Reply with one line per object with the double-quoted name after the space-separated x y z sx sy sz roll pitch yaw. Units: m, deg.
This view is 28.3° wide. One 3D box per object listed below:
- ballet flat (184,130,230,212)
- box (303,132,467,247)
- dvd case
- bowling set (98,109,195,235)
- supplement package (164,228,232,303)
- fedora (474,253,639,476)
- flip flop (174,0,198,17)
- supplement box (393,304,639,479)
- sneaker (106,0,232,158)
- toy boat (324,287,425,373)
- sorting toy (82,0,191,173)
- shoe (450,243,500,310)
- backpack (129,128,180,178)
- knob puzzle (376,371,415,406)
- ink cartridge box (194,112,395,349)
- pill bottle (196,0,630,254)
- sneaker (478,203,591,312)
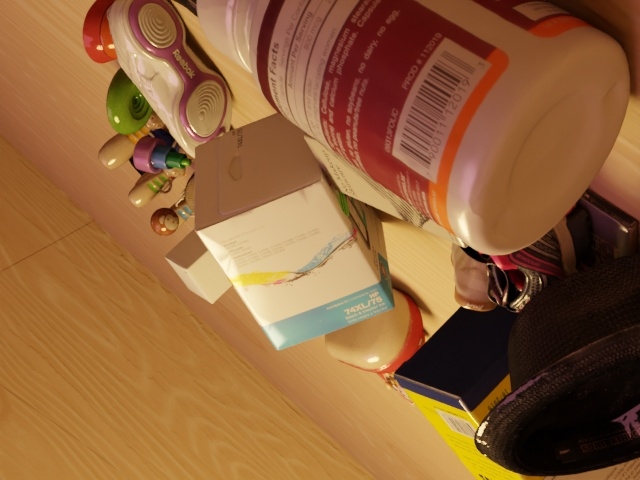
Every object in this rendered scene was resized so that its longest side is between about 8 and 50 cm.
-0.192 -0.113 2.302 0.058 0.084 0.250 57 150 22 "ballet flat"
0.106 -0.093 1.590 0.275 0.094 0.113 26 155 52 "box"
0.294 -0.001 1.463 0.164 0.018 0.221 38 163 30 "dvd case"
-0.273 -0.100 2.439 0.287 0.154 0.200 44 -172 -47 "bowling set"
-0.207 0.022 2.587 0.105 0.179 0.105 27 155 52 "supplement package"
0.306 0.122 1.362 0.334 0.334 0.152 70 -176 -57 "fedora"
-0.178 -0.371 1.700 0.277 0.080 0.112 34 163 -14 "flip flop"
0.306 0.260 1.767 0.356 0.194 0.195 52 164 -19 "supplement box"
-0.246 -0.270 2.067 0.152 0.114 0.305 14 135 55 "sneaker"
0.116 0.159 2.203 0.151 0.151 0.231 19 176 -22 "toy boat"
-0.296 -0.259 2.212 0.126 0.127 0.365 12 137 25 "sorting toy"
0.201 0.021 1.577 0.219 0.076 0.058 -73 -13 -69 "shoe"
-0.344 -0.178 2.596 0.120 0.101 0.098 41 163 35 "backpack"
0.138 0.279 2.606 0.213 0.030 0.213 42 165 14 "knob puzzle"
-0.039 -0.021 1.842 0.198 0.197 0.270 -96 -20 -48 "ink cartridge box"
0.075 -0.175 1.208 0.392 0.224 0.224 38 163 32 "pill bottle"
0.248 0.050 1.467 0.121 0.112 0.299 35 161 41 "sneaker"
